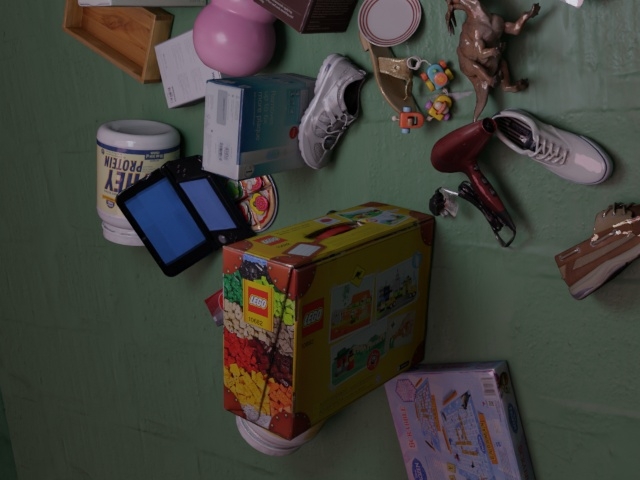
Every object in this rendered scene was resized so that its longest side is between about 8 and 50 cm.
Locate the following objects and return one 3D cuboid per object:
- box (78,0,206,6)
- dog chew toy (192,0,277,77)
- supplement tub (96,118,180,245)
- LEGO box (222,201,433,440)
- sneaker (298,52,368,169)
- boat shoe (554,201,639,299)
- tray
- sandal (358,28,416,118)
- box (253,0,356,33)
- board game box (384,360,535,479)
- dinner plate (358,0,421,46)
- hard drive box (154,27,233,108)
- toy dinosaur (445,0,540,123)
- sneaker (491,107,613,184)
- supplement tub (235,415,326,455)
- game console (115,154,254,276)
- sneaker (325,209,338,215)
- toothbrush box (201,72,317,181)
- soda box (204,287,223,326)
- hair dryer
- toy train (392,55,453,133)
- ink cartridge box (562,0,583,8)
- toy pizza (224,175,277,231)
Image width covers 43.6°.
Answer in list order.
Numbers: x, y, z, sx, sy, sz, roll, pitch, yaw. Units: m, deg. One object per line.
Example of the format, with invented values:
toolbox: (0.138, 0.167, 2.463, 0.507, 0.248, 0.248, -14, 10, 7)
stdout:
box: (-0.458, -0.665, 2.066, 0.148, 0.311, 0.121, 13, 110, 38)
dog chew toy: (-0.183, -0.570, 1.944, 0.206, 0.206, 0.332, 32, 111, 30)
supplement tub: (-0.528, -0.170, 2.319, 0.235, 0.235, 0.325, 21, 115, 35)
LEGO box: (0.029, 0.150, 1.752, 0.193, 0.500, 0.372, 15, 111, 37)
sneaker: (0.030, -0.292, 1.892, 0.115, 0.105, 0.281, 31, 120, 30)
boat shoe: (0.565, -0.015, 1.504, 0.324, 0.123, 0.116, -47, 69, 37)
tray: (-0.604, -0.641, 2.361, 0.411, 0.076, 0.203, 36, 123, 29)
sandal: (0.164, -0.390, 1.761, 0.079, 0.088, 0.240, -38, 72, 47)
box: (-0.016, -0.594, 1.804, 0.168, 0.167, 0.203, 41, 125, 25)
board game box: (0.320, 0.447, 1.877, 0.318, 0.066, 0.318, -10, 96, 42)
dinner plate: (0.152, -0.490, 1.756, 0.141, 0.017, 0.141, -3, 79, 18)
hard drive box: (-0.327, -0.470, 2.160, 0.232, 0.089, 0.181, -7, 98, 42)
toy dinosaur: (0.315, -0.396, 1.616, 0.200, 0.127, 0.295, 32, 136, 41)
sneaker: (0.444, -0.180, 1.576, 0.258, 0.091, 0.094, 33, 121, 30)
supplement tub: (-0.068, 0.378, 2.075, 0.241, 0.241, 0.331, 45, 127, 22)
game console: (-0.369, -0.059, 2.188, 0.250, 0.173, 0.293, -5, 124, 46)
sneaker: (0.000, 0.000, 2.028, 0.077, 0.072, 0.178, 39, 119, 39)
toothbrush box: (-0.130, -0.276, 1.907, 0.126, 0.295, 0.216, 20, 114, 34)
soda box: (-0.208, 0.147, 2.235, 0.263, 0.083, 0.092, -32, 81, 41)
hair dryer: (0.330, -0.139, 1.677, 0.223, 0.080, 0.293, 25, 142, 31)
toy train: (0.224, -0.308, 1.718, 0.125, 0.046, 0.166, 5, 107, -5)
ink cartridge box: (0.484, -0.529, 1.464, 0.104, 0.061, 0.181, 37, 123, 28)
toy pizza: (-0.198, -0.119, 2.185, 0.201, 0.032, 0.201, 13, 111, 38)
